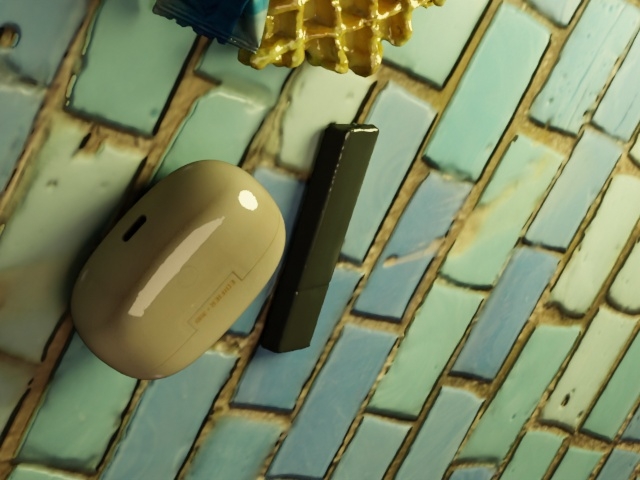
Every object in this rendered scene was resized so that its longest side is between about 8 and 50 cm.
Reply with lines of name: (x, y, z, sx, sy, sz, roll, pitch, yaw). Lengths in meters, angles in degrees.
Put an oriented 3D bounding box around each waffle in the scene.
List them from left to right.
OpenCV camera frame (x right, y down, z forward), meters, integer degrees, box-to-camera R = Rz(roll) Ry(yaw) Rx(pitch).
waffle: (0.008, -0.223, 1.111, 0.229, 0.057, 0.219, -24, 133, -24)

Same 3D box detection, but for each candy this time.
candy: (-0.062, -0.201, 1.017, 0.088, 0.038, 0.136, 24, 129, -14)

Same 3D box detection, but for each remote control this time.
remote control: (0.000, 0.000, 1.293, 0.063, 0.025, 0.245, -9, 124, -45)

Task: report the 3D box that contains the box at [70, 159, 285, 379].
box: (-0.118, 0.025, 1.147, 0.200, 0.088, 0.146, -48, 141, -4)
